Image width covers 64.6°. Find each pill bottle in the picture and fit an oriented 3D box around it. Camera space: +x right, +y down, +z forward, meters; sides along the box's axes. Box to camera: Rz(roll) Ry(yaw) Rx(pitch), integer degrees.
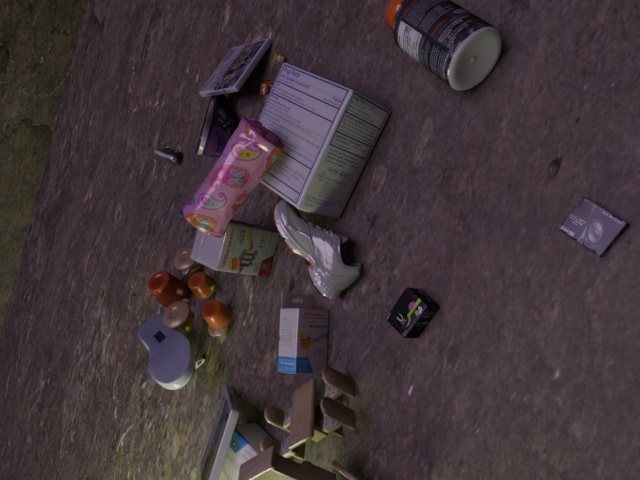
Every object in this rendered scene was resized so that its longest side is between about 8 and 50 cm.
[{"bbox_3d":[0.235,-0.418,1.023,0.130,0.131,0.245,-53,52,22],"label":"pill bottle"}]

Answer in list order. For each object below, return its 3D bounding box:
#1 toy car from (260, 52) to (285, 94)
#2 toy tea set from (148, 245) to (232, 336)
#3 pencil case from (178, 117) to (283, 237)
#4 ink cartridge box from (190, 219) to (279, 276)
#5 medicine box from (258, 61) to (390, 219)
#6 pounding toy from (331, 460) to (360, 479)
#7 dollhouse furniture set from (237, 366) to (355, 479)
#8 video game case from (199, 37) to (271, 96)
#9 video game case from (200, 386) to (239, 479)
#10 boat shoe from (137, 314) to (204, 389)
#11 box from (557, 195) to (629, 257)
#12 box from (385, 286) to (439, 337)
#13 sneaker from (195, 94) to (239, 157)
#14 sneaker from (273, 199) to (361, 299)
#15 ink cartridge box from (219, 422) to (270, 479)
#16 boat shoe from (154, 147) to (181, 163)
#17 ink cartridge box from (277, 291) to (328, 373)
[{"bbox_3d":[-0.132,-0.466,1.427,0.041,0.060,0.121,23,106,11],"label":"toy car"},{"bbox_3d":[-0.380,0.179,1.514,0.200,0.124,0.336,-36,50,-5],"label":"toy tea set"},{"bbox_3d":[-0.206,-0.142,1.165,0.284,0.124,0.124,-51,52,17],"label":"pencil case"},{"bbox_3d":[-0.225,0.014,1.333,0.127,0.176,0.128,18,95,44],"label":"ink cartridge box"},{"bbox_3d":[-0.022,-0.240,1.213,0.263,0.149,0.289,37,107,41],"label":"medicine box"},{"bbox_3d":[0.063,0.544,1.027,0.206,0.094,0.180,-27,58,27],"label":"pounding toy"},{"bbox_3d":[-0.058,0.398,1.054,0.212,0.161,0.242,-41,27,30],"label":"dollhouse furniture set"},{"bbox_3d":[-0.256,-0.516,1.518,0.184,0.023,0.201,8,62,44],"label":"video game case"},{"bbox_3d":[-0.258,0.509,1.282,0.206,0.026,0.226,177,112,-76],"label":"video game case"},{"bbox_3d":[-0.424,0.353,1.475,0.136,0.156,0.367,-40,31,-18],"label":"boat shoe"},{"bbox_3d":[0.444,-0.023,0.828,0.083,0.018,0.067,48,113,37],"label":"box"},{"bbox_3d":[0.184,0.145,1.013,0.062,0.052,0.083,44,113,38],"label":"box"},{"bbox_3d":[-0.292,-0.338,1.531,0.107,0.124,0.283,120,158,-43],"label":"sneaker"},{"bbox_3d":[0.000,0.000,1.169,0.121,0.099,0.262,-37,82,17],"label":"sneaker"},{"bbox_3d":[-0.178,0.580,1.241,0.148,0.086,0.203,27,101,43],"label":"ink cartridge box"},{"bbox_3d":[-0.532,-0.302,1.775,0.142,0.049,0.040,24,79,41],"label":"boat shoe"},{"bbox_3d":[-0.038,0.211,1.170,0.062,0.104,0.181,-7,77,42],"label":"ink cartridge box"}]
